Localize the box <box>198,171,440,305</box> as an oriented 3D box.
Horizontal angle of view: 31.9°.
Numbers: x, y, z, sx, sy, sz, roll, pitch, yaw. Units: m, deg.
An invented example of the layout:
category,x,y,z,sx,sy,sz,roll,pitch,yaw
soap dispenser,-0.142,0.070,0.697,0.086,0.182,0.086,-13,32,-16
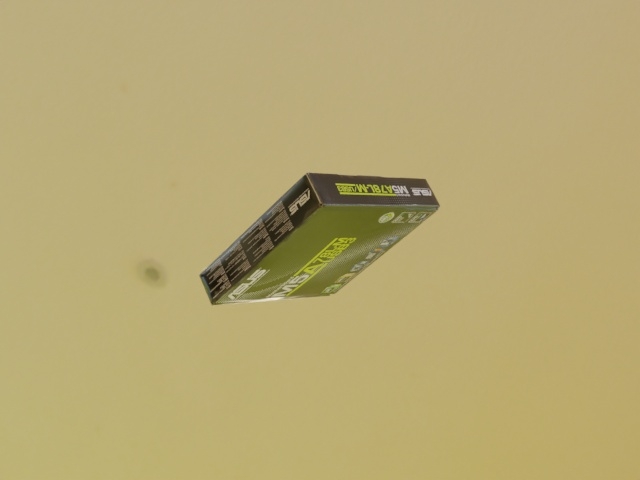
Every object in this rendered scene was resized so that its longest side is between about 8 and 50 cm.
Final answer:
category,x,y,z,sx,sy,sz,roll,pitch,yaw
box,0.000,0.000,1.158,0.191,0.184,0.045,-41,-114,35
